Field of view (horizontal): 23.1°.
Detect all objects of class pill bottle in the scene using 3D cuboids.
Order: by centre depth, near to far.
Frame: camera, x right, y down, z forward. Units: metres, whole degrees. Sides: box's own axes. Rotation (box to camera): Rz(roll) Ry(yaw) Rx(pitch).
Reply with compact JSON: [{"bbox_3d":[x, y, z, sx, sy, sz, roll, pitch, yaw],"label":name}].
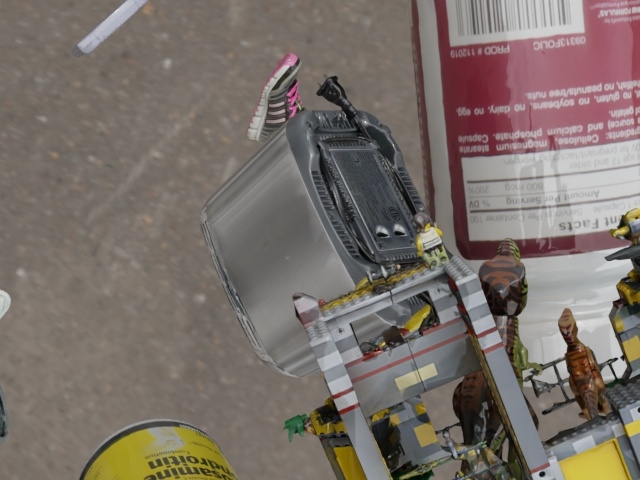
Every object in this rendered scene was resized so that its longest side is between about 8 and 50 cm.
[{"bbox_3d":[-0.080,0.187,0.923,0.103,0.184,0.103,-7,112,-18],"label":"pill bottle"},{"bbox_3d":[0.200,-0.081,1.388,0.224,0.224,0.392,-10,99,-34],"label":"pill bottle"}]

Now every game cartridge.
[{"bbox_3d":[-0.190,-0.197,1.418,0.083,0.056,0.017,-44,99,-11],"label":"game cartridge"}]

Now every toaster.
[{"bbox_3d":[0.000,0.000,1.233,0.129,0.146,0.227,-6,65,-51],"label":"toaster"}]

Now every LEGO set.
[{"bbox_3d":[0.117,0.047,0.924,0.331,0.255,0.192,-21,103,7],"label":"LEGO set"}]

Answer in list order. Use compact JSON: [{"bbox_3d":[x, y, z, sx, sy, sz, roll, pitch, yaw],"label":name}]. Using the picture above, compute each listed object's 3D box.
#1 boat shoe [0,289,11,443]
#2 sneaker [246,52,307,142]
[{"bbox_3d":[-0.287,0.045,1.210,0.099,0.116,0.319,6,128,-5],"label":"boat shoe"},{"bbox_3d":[-0.047,-0.193,2.217,0.063,0.074,0.170,-59,176,-45],"label":"sneaker"}]
